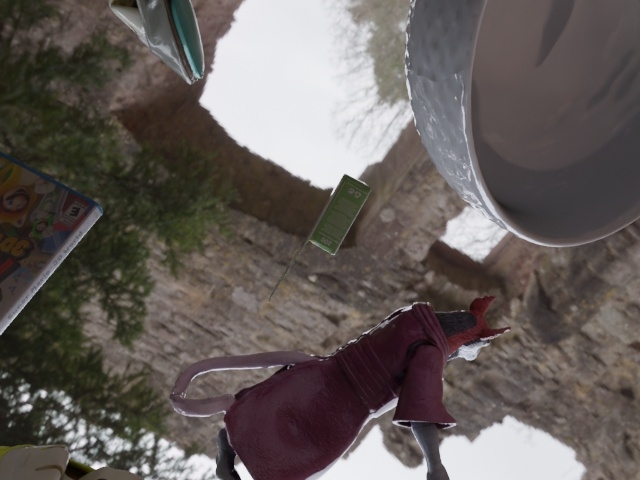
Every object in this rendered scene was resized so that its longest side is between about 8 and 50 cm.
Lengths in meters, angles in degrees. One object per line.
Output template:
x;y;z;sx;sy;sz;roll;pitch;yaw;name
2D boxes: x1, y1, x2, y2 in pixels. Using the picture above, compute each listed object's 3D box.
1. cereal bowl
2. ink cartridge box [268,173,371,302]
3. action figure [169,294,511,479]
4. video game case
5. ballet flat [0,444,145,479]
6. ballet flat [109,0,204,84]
0.196;-0.172;0.587;0.339;0.339;0.141;10;-162;-38;cereal bowl
0.000;0.000;1.239;0.056;0.235;0.171;29;-175;-2;ink cartridge box
0.047;0.155;0.903;0.276;0.370;0.248;55;-177;-17;action figure
-0.256;0.014;0.547;0.119;0.015;0.166;26;-114;19;video game case
-0.238;0.237;0.723;0.231;0.077;0.077;25;-147;-14;ballet flat
-0.143;-0.214;0.600;0.068;0.213;0.072;-3;-126;2;ballet flat
